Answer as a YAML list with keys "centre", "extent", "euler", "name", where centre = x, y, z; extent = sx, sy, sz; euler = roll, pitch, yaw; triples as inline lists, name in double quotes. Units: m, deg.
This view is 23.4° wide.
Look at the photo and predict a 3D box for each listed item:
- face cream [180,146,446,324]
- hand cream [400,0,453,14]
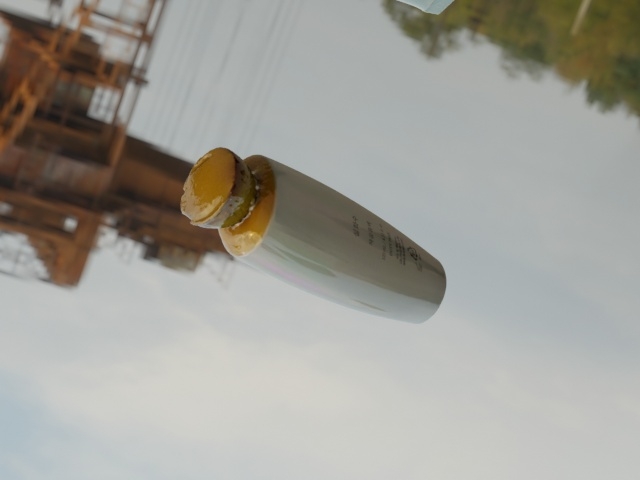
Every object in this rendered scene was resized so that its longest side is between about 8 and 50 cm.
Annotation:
- centre: [0.000, 0.000, 0.914]
  extent: [0.182, 0.051, 0.072]
  euler: [26, -134, -38]
  name: "face cream"
- centre: [0.022, -0.191, 0.871]
  extent: [0.321, 0.109, 0.067]
  euler: [1, -130, -56]
  name: "hand cream"
